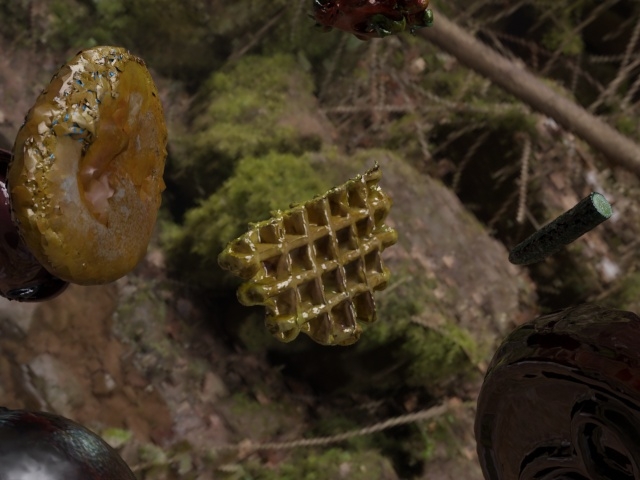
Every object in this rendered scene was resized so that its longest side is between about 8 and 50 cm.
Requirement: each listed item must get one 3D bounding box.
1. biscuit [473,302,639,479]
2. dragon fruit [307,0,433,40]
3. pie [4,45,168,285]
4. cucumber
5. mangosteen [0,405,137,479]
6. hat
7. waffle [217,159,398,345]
[{"bbox_3d":[0.274,0.237,0.838,0.407,0.091,0.407,45,-26,29],"label":"biscuit"},{"bbox_3d":[0.069,-0.329,1.481,0.175,0.142,0.138,34,56,26],"label":"dragon fruit"},{"bbox_3d":[-0.231,-0.078,1.127,0.273,0.069,0.274,4,90,-72],"label":"pie"},{"bbox_3d":[0.248,-0.005,1.133,0.032,0.133,0.032,24,48,-29],"label":"cucumber"},{"bbox_3d":[-0.275,0.273,0.820,0.300,0.300,0.300,43,25,-25],"label":"mangosteen"},{"bbox_3d":[-0.370,-0.010,1.232,0.205,0.205,0.089,51,33,-8],"label":"hat"},{"bbox_3d":[0.000,0.000,0.870,0.160,0.046,0.192,47,50,-32],"label":"waffle"}]
